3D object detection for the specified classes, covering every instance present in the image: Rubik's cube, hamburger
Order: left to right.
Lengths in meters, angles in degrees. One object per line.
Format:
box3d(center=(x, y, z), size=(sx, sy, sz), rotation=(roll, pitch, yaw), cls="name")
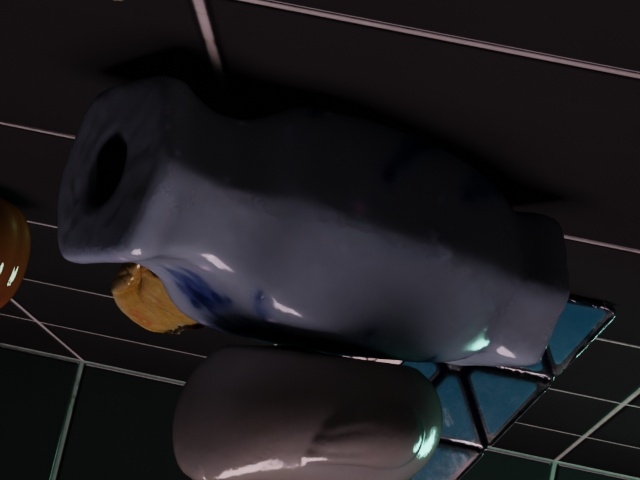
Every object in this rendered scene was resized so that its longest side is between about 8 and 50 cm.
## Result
box3d(center=(-0.151, 0.022, 1.905), size=(0.131, 0.124, 0.262), rotation=(37, 155, -20), cls="hamburger")
box3d(center=(0.151, 0.117, 1.958), size=(0.228, 0.229, 0.233), rotation=(-22, 143, -31), cls="Rubik's cube")

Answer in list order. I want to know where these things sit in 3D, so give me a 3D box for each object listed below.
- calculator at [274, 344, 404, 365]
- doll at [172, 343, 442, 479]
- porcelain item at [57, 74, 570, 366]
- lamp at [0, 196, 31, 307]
box3d(center=(0.049, 0.075, 1.837), size=(0.236, 0.033, 0.157), rotation=(-18, 124, 17), cls="calculator")
box3d(center=(-0.009, 0.192, 1.417), size=(0.251, 0.221, 0.221), rotation=(16, 169, -43), cls="doll")
box3d(center=(0.000, 0.000, 1.438), size=(0.405, 0.178, 0.242), rotation=(19, 168, -30), cls="porcelain item")
box3d(center=(-0.433, 0.016, 2.021), size=(0.187, 0.164, 0.187), rotation=(11, 171, 2), cls="lamp")
